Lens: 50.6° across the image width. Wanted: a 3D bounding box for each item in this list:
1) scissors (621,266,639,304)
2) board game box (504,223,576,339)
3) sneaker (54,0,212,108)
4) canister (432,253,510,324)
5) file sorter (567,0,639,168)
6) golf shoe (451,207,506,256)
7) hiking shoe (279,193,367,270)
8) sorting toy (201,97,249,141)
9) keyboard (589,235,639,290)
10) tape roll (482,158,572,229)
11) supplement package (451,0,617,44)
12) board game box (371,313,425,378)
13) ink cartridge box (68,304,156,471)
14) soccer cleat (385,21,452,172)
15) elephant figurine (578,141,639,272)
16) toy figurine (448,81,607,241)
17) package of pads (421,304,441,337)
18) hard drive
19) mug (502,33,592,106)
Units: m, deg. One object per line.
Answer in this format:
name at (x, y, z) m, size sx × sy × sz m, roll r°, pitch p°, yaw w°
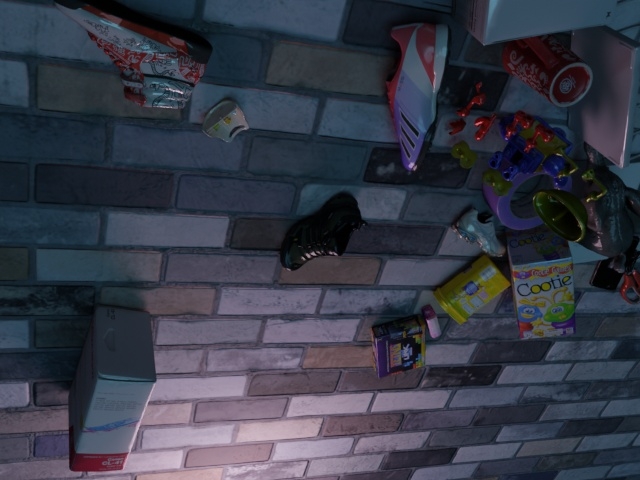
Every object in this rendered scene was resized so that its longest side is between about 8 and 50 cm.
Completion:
scissors at (0.877, 0.094, 1.932) m, size 0.109 × 0.021 × 0.297 m, roll -41°, pitch 128°, yaw 17°
board game box at (0.560, 0.104, 1.719) m, size 0.144 × 0.142 × 0.275 m, roll -9°, pitch 130°, yaw 14°
sneaker at (-0.329, -0.312, 1.143) m, size 0.270 × 0.090 × 0.145 m, roll 14°, pitch 119°, yaw -31°
canister at (0.395, 0.126, 1.757) m, size 0.170 × 0.073 × 0.126 m, roll -40°, pitch 129°, yaw 12°
file sorter at (0.647, -0.333, 1.402) m, size 0.173 × 0.193 × 0.278 m, roll -21°, pitch 131°, yaw -7°
golf shoe at (0.407, -0.020, 1.651) m, size 0.176 × 0.069 × 0.086 m, roll 24°, pitch 110°, yaw -34°
hiking shoe at (0.000, 0.000, 1.490) m, size 0.227 × 0.114 × 0.086 m, roll -43°, pitch 128°, yaw 16°
sorting toy at (-0.177, -0.225, 1.301) m, size 0.083 × 0.045 × 0.075 m, roll -35°, pitch 137°, yaw 10°
keyboard at (0.824, 0.057, 1.876) m, size 0.100 × 0.038 × 0.192 m, roll 16°, pitch 129°, yaw 10°
tape roll at (0.482, -0.123, 1.584) m, size 0.189 × 0.080 × 0.189 m, roll -9°, pitch 129°, yaw -12°
supplement package at (0.392, -0.491, 1.215) m, size 0.261 × 0.145 × 0.204 m, roll -12°, pitch 130°, yaw -11°
board game box at (0.213, 0.289, 1.840) m, size 0.141 × 0.048 × 0.170 m, roll -15°, pitch 130°, yaw -9°
ink cartridge box at (-0.474, 0.334, 1.520) m, size 0.131 × 0.226 × 0.306 m, roll 11°, pitch 123°, yaw -27°
soccer cleat at (0.181, -0.281, 1.353) m, size 0.116 × 0.109 × 0.318 m, roll 7°, pitch 131°, yaw 3°
elephant figurine at (0.652, -0.083, 1.547) m, size 0.169 × 0.186 × 0.239 m, roll -52°, pitch 151°, yaw -24°
toy figurine at (0.473, -0.191, 1.402) m, size 0.217 × 0.362 × 0.191 m, roll -28°, pitch 151°, yaw -34°
package of pads at (0.297, 0.216, 1.809) m, size 0.032 × 0.050 × 0.083 m, roll -23°, pitch 132°, yaw -1°
hard drive at (0.690, -0.070, 1.723) m, size 0.203 × 0.040 × 0.307 m, roll -7°, pitch 129°, yaw -14°
mug at (0.434, -0.344, 1.330) m, size 0.150 × 0.169 × 0.113 m, roll 9°, pitch 124°, yaw -25°
